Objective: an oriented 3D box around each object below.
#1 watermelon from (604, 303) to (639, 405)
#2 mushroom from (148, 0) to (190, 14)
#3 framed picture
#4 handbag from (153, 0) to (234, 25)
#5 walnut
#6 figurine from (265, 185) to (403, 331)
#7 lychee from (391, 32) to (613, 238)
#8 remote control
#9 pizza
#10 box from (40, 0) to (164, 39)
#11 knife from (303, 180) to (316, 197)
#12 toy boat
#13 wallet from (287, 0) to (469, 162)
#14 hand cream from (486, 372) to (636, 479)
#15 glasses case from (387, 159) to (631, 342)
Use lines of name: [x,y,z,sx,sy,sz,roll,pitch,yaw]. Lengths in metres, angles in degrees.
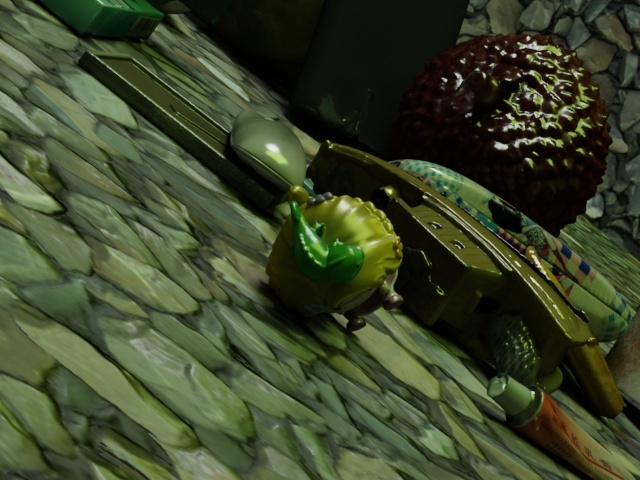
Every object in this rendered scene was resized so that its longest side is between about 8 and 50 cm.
watermelon: [0.450,0.187,1.969,0.305,0.180,0.224,37,53,-28]
mushroom: [-0.183,-0.319,2.153,0.097,0.088,0.212,-1,18,-18]
framed picture: [-0.110,-0.098,1.585,0.203,0.015,0.150,38,9,3]
handbag: [-0.150,-0.368,1.778,0.326,0.238,0.089,30,15,-50]
walnut: [-0.020,-0.339,2.332,0.282,0.253,0.277,22,15,-48]
figurine: [0.000,0.000,1.278,0.115,0.095,0.156,52,9,14]
lychee: [0.212,-0.118,2.120,0.264,0.264,0.300,43,-7,26]
remote control: [-0.040,-0.084,1.589,0.073,0.044,0.229,33,10,-7]
pizza: [0.255,0.107,1.814,0.184,0.036,0.176,62,3,26]
box: [-0.246,-0.257,1.750,0.162,0.041,0.229,39,9,5]
knife: [-0.029,-0.066,1.748,0.096,0.010,0.027,43,10,15]
toy boat: [0.099,0.018,1.597,0.321,0.089,0.121,43,22,30]
wallet: [0.099,-0.297,2.206,0.062,0.406,0.228,7,-16,40]
hand cream: [0.211,0.171,1.459,0.216,0.038,0.052,37,36,-28]
glasses case: [0.187,0.014,1.890,0.327,0.076,0.125,34,-18,-25]
